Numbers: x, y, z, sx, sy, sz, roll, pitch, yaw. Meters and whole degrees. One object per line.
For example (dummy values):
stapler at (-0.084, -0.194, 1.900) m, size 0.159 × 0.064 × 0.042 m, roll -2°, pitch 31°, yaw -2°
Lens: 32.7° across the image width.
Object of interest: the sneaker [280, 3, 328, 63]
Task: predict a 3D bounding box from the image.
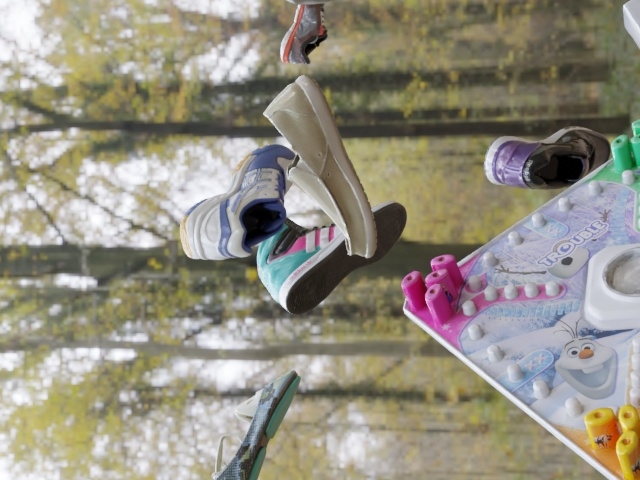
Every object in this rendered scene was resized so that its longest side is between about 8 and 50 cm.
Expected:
sneaker at (-0.010, -0.362, 1.840) m, size 0.061 × 0.064 × 0.158 m, roll 53°, pitch -122°, yaw -69°

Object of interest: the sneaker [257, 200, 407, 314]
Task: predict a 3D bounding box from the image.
sneaker at (0.000, 0.000, 1.964) m, size 0.295 × 0.178 × 0.124 m, roll -35°, pitch -44°, yaw -23°

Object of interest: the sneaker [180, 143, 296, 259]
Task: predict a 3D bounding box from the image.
sneaker at (-0.094, -0.054, 1.753) m, size 0.296 × 0.131 × 0.112 m, roll -51°, pitch -44°, yaw -43°

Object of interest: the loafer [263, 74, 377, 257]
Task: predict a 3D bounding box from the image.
loafer at (0.001, -0.092, 1.505) m, size 0.102 × 0.092 × 0.269 m, roll -109°, pitch -4°, yaw -80°

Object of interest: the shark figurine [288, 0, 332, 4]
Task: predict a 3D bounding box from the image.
shark figurine at (-0.041, -0.423, 1.537) m, size 0.166 × 0.116 × 0.278 m, roll -88°, pitch -21°, yaw -50°

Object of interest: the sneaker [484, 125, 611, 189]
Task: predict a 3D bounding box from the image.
sneaker at (0.417, -0.124, 1.838) m, size 0.283 × 0.124 × 0.107 m, roll -11°, pitch -69°, yaw -36°

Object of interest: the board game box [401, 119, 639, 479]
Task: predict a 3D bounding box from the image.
board game box at (0.333, 0.033, 1.133) m, size 0.390 × 0.390 × 0.050 m, roll 39°, pitch 158°, yaw 53°

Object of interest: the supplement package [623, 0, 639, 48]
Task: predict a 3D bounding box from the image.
supplement package at (0.562, -0.326, 1.512) m, size 0.139 × 0.244 × 0.134 m, roll 59°, pitch -167°, yaw 11°

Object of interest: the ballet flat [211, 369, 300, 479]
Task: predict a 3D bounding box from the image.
ballet flat at (-0.087, 0.239, 1.347) m, size 0.188 × 0.070 × 0.070 m, roll -66°, pitch -21°, yaw -19°
